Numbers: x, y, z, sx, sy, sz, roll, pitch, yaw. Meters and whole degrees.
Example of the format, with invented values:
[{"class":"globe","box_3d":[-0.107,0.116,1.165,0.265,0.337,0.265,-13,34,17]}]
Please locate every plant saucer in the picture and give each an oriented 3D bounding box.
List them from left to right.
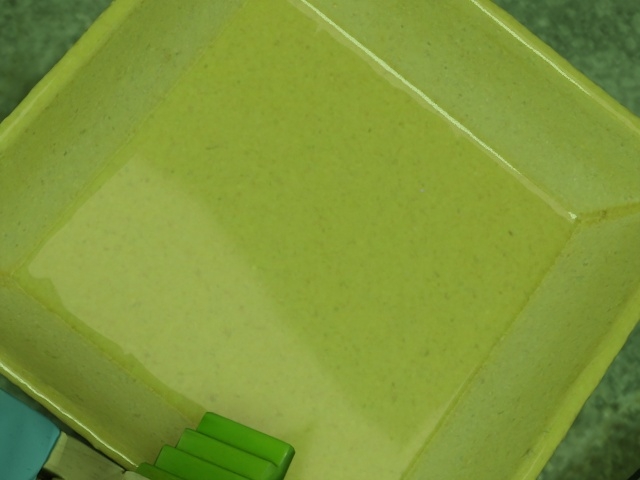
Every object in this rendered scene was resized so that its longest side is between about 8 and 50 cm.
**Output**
[{"class":"plant saucer","box_3d":[0.000,0.000,0.665,0.332,0.081,0.333,38,72,-1]}]

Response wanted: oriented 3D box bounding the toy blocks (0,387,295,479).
[{"class":"toy blocks","box_3d":[-0.128,0.209,0.396,0.190,0.261,0.381,19,72,24]}]
